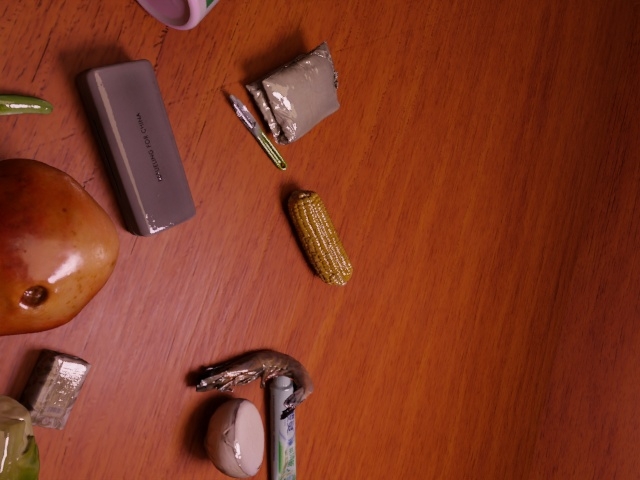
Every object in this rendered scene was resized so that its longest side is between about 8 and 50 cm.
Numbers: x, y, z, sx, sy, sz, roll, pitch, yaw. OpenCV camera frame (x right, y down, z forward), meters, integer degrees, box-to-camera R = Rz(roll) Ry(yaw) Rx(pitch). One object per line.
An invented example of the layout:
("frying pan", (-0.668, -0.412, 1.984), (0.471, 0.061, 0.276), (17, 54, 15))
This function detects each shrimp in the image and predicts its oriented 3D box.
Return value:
("shrimp", (-0.111, 0.261, 0.911), (0.220, 0.152, 0.046), (-2, 121, -39))

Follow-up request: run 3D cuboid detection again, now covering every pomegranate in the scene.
("pomegranate", (-0.346, 0.010, 0.576), (0.209, 0.209, 0.208), (-10, 103, -45))

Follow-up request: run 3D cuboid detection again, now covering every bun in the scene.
("bun", (-0.163, 0.355, 0.908), (0.138, 0.094, 0.138), (-14, 90, -76))

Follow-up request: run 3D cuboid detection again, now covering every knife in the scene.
("knife", (-0.111, -0.192, 0.918), (0.022, 0.026, 0.184), (-31, 130, 7))

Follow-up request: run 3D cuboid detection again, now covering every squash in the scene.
("squash", (-0.381, -0.170, 0.635), (0.089, 0.027, 0.027), (-17, 108, -46))

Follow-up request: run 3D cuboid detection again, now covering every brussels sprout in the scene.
("brussels sprout", (-0.415, 0.273, 0.591), (0.162, 0.144, 0.180), (38, 80, 2))

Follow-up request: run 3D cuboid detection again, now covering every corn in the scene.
("corn", (0.000, 0.000, 1.027), (0.080, 0.080, 0.238), (-46, 124, -32))

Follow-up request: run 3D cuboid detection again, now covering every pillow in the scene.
("pillow", (-0.040, -0.268, 0.939), (0.181, 0.078, 0.134), (-41, 125, -33))

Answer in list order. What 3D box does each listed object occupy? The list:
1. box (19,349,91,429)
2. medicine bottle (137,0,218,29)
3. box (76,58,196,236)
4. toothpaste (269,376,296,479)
("box", (-0.366, 0.204, 0.697), (0.062, 0.045, 0.098), (35, 70, -43))
("medicine bottle", (-0.158, -0.447, 0.744), (0.133, 0.134, 0.274), (50, 62, -39))
("box", (-0.263, -0.132, 0.743), (0.103, 0.055, 0.243), (-30, 117, -40))
("toothpaste", (-0.077, 0.394, 1.037), (0.075, 0.048, 0.296), (-17, 112, -49))
